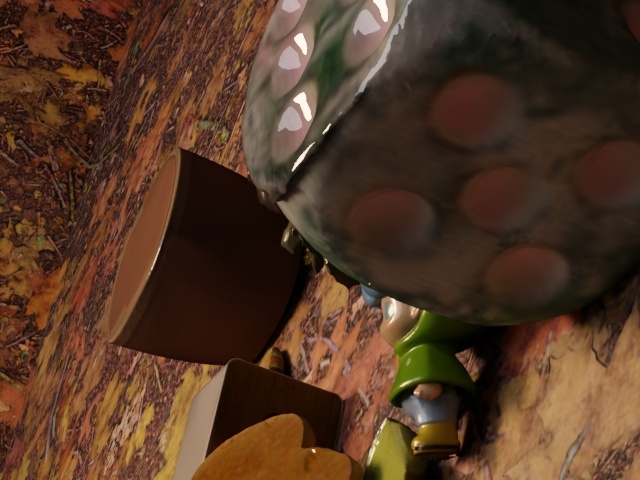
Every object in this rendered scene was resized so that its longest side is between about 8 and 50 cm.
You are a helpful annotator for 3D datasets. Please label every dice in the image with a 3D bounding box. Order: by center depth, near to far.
[{"bbox_3d":[0.145,-0.149,1.472,0.330,0.348,0.328,-55,23,38],"label":"dice"}]

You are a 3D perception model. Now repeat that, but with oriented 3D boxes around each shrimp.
[{"bbox_3d":[-0.089,0.235,2.191,0.148,0.035,0.195,-58,13,21],"label":"shrimp"}]

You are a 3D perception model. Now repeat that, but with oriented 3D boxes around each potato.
[{"bbox_3d":[0.080,0.267,1.647,0.198,0.054,0.119,-90,24,-60],"label":"potato"}]

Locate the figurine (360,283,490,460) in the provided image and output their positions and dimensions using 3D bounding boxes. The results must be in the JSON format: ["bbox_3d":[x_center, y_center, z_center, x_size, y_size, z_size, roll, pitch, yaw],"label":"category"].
[{"bbox_3d":[0.114,0.088,1.628,0.162,0.143,0.263,56,-150,-69],"label":"figurine"}]

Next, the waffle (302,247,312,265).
[{"bbox_3d":[0.001,-0.002,2.247,0.085,0.016,0.078,-10,60,70],"label":"waffle"}]

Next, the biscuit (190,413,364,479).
[{"bbox_3d":[-0.067,0.328,1.685,0.269,0.051,0.376,-28,29,20],"label":"biscuit"}]

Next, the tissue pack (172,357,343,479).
[{"bbox_3d":[-0.089,0.293,1.933,0.136,0.159,0.246,-42,32,57],"label":"tissue pack"}]

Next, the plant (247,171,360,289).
[{"bbox_3d":[0.010,-0.095,2.022,0.215,0.213,0.312,-95,23,-52],"label":"plant"}]

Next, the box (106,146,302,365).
[{"bbox_3d":[-0.167,0.042,2.345,0.301,0.216,0.301,-58,19,33],"label":"box"}]
